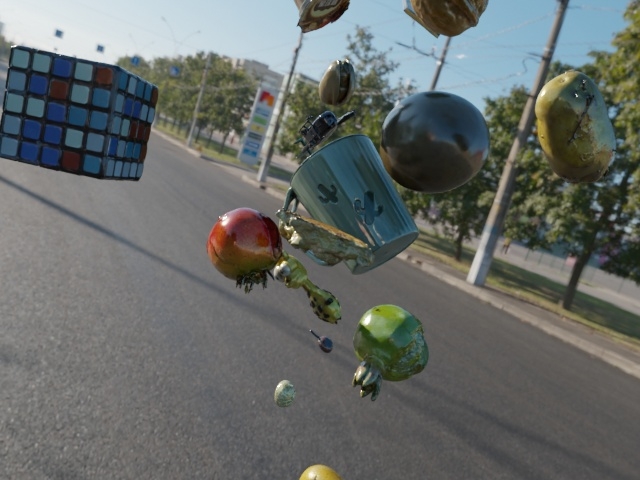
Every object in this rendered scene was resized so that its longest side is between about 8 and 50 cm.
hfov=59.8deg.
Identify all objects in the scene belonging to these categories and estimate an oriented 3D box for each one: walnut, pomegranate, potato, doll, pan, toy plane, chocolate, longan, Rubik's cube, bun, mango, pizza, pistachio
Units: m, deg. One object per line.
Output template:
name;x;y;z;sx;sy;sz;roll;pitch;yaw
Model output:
walnut;0.406;-0.764;1.734;0.257;0.224;0.257;42;13;-12
pomegranate;-0.206;0.024;1.541;0.210;0.210;0.235;11;55;-47
potato;0.607;-0.251;1.324;0.140;0.173;0.300;32;-19;54
doll;-0.044;0.138;1.677;0.291;0.086;0.117;45;-33;7
pan;0.007;0.379;2.124;0.115;0.023;0.068;44;37;-7
toy plane;-0.012;-0.420;2.240;0.155;0.381;0.106;-31;85;-36
chocolate;-0.017;-0.762;1.724;0.147;0.221;0.221;56;19;13
longan;0.333;-0.287;1.630;0.318;0.319;0.319;18;8;-3
Rubik's cube;-0.404;-0.208;0.951;0.184;0.182;0.187;12;6;1
bun;-0.107;0.489;1.766;0.054;0.086;0.086;6;1;29
pomegranate;0.184;0.330;1.634;0.235;0.236;0.302;23;48;29
mango;0.026;0.607;1.303;0.098;0.138;0.195;-27;21;-34
pizza;0.000;0.000;1.345;0.222;0.090;0.323;18;5;-21
pistachio;0.052;-0.462;1.644;0.113;0.149;0.113;13;37;-10

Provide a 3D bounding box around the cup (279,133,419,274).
cup;0.089;-0.094;1.859;0.310;0.401;0.392;-12;66;-47

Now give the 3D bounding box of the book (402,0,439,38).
book;0.363;-0.815;2.009;0.157;0.026;0.231;33;32;-16
